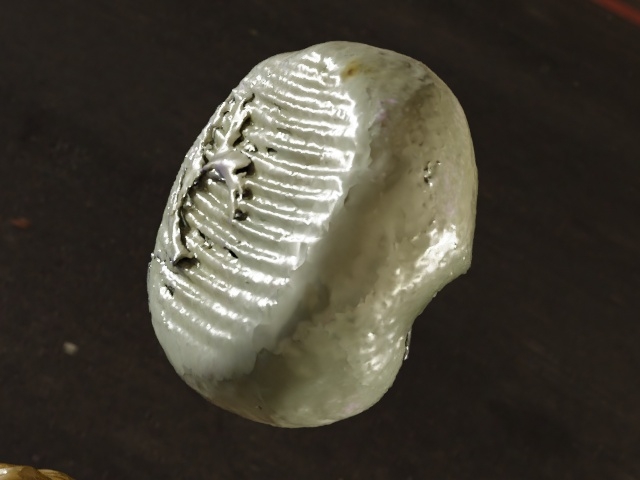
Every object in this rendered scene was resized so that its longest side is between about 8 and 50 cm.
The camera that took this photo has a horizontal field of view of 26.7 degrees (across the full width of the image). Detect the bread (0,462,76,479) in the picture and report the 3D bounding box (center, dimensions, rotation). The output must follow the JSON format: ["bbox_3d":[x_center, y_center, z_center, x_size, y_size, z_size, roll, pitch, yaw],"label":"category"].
[{"bbox_3d":[-0.196,0.158,0.539,0.077,0.271,0.139,34,55,-49],"label":"bread"}]

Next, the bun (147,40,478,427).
[{"bbox_3d":[0.000,-0.005,0.910,0.168,0.273,0.273,20,27,-31],"label":"bun"}]
